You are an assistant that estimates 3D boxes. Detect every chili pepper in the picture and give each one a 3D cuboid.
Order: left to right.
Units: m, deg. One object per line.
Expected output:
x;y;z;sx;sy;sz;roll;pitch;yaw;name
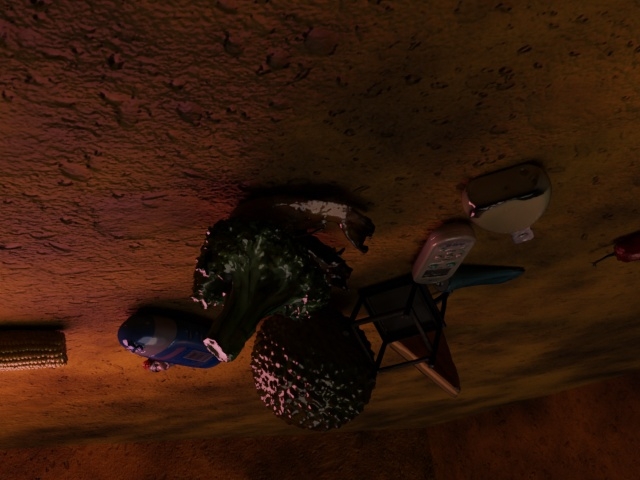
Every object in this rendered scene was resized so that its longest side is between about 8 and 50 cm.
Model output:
0.637;0.000;1.242;0.268;0.050;0.059;-27;135;35;chili pepper

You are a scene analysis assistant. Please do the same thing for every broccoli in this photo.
-0.096;0.073;0.880;0.194;0.194;0.219;-16;129;17;broccoli

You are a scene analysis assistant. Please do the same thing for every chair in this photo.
0.165;0.147;1.330;0.155;0.141;0.260;-19;-161;26;chair

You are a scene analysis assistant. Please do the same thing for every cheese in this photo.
0.301;-0.039;1.028;0.127;0.054;0.251;-17;157;18;cheese

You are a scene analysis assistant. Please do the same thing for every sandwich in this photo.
0.271;0.332;1.736;0.144;0.187;0.117;-14;157;-3;sandwich

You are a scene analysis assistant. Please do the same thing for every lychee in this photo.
-0.011;0.261;1.365;0.270;0.270;0.320;-7;144;-4;lychee

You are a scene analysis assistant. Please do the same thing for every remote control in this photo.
0.213;0.025;1.163;0.078;0.042;0.221;-6;158;-7;remote control

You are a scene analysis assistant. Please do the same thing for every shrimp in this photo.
0.000;-0.007;0.987;0.178;0.075;0.289;-22;139;34;shrimp

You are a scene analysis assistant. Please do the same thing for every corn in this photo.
-0.615;0.211;1.264;0.248;0.081;0.081;3;155;-24;corn

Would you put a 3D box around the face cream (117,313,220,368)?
-0.307;0.207;1.357;0.149;0.083;0.264;-19;155;22;face cream

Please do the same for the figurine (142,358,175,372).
-0.366;0.285;1.569;0.106;0.047;0.060;-18;172;12;figurine

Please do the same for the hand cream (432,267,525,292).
0.312;0.076;1.329;0.224;0.048;0.083;0;157;-34;hand cream
